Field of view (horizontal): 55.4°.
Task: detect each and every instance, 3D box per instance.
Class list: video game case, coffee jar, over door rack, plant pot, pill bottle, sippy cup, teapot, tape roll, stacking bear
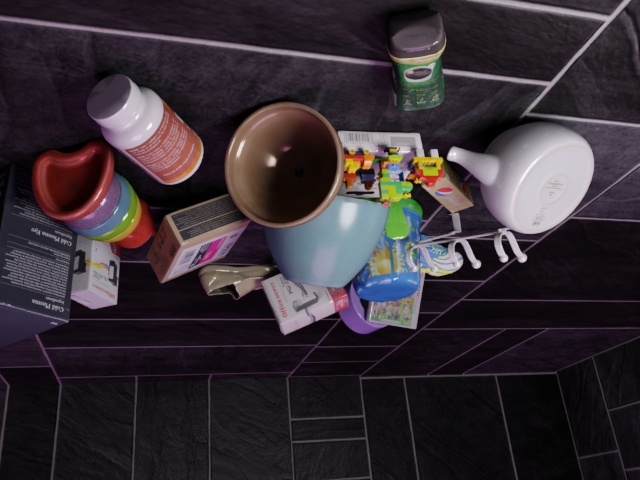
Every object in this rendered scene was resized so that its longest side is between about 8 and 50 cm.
[{"bbox_3d":[0.243,0.175,1.944,0.212,0.194,0.023,14,173,-36],"label":"video game case"},{"bbox_3d":[0.163,-0.302,1.031,0.096,0.079,0.184,-5,156,8],"label":"coffee jar"},{"bbox_3d":[0.379,0.002,1.467,0.239,0.108,0.324,-9,-168,35],"label":"over door rack"},{"bbox_3d":[-0.058,-0.140,1.186,0.237,0.238,0.109,-14,174,17],"label":"plant pot"},{"bbox_3d":[-0.315,-0.199,1.104,0.121,0.121,0.216,-13,154,16],"label":"pill bottle"},{"bbox_3d":[0.161,0.032,1.576,0.240,0.224,0.305,-18,152,24],"label":"sippy cup"},{"bbox_3d":[0.000,0.000,1.374,0.290,0.196,0.290,8,-179,0],"label":"plant pot"},{"bbox_3d":[0.437,-0.151,1.302,0.252,0.187,0.256,-38,131,-1],"label":"teapot"},{"bbox_3d":[0.148,0.202,1.977,0.189,0.189,0.080,13,150,-34],"label":"tape roll"},{"bbox_3d":[-0.460,-0.070,1.325,0.175,0.164,0.289,-10,159,10],"label":"stacking bear"}]

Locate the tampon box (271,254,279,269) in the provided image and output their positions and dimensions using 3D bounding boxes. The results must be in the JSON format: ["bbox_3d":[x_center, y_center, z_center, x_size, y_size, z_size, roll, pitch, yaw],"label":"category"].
[{"bbox_3d":[-0.045,0.035,1.682,0.120,0.102,0.161,-18,153,26],"label":"tampon box"}]

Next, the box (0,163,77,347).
[{"bbox_3d":[-0.712,0.054,1.340,0.343,0.313,0.179,-21,151,30],"label":"box"}]

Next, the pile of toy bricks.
[{"bbox_3d":[0.141,-0.122,1.257,0.212,0.105,0.118,-1,159,-11],"label":"pile of toy bricks"}]

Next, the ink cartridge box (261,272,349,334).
[{"bbox_3d":[-0.046,0.159,1.811,0.217,0.159,0.092,-24,151,-6],"label":"ink cartridge box"}]

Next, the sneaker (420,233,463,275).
[{"bbox_3d":[0.319,0.041,1.785,0.240,0.091,0.126,1,154,-11],"label":"sneaker"}]

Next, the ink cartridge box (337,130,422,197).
[{"bbox_3d":[0.106,-0.164,1.358,0.180,0.056,0.225,-1,160,-10],"label":"ink cartridge box"}]

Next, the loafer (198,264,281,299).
[{"bbox_3d":[-0.238,0.132,1.863,0.268,0.092,0.102,2,154,-15],"label":"loafer"}]

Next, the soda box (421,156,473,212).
[{"bbox_3d":[0.302,-0.129,1.455,0.061,0.058,0.181,-20,151,28],"label":"soda box"}]

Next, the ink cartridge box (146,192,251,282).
[{"bbox_3d":[-0.298,-0.005,1.475,0.193,0.088,0.235,-23,166,-33],"label":"ink cartridge box"}]

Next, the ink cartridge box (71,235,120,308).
[{"bbox_3d":[-0.582,0.073,1.567,0.072,0.175,0.127,-11,155,12],"label":"ink cartridge box"}]
